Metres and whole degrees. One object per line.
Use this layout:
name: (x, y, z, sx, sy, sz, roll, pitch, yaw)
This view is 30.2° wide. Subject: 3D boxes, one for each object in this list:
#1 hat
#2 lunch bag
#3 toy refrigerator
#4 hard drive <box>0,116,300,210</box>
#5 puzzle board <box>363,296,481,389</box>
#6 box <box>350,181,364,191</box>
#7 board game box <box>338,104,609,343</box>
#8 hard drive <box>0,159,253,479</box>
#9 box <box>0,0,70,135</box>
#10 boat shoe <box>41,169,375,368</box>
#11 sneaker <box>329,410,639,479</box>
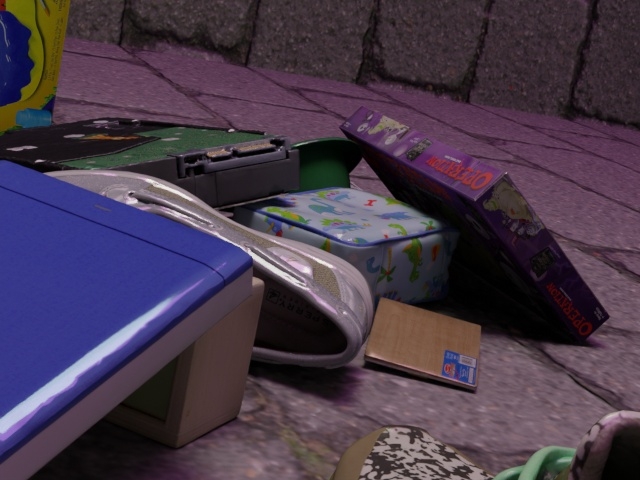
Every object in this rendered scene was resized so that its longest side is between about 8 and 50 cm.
hat: (0.000, 0.000, 1.332, 0.208, 0.184, 0.173, -29, -19, 30)
lunch bag: (0.022, 0.006, 1.180, 0.176, 0.090, 0.219, 21, 17, 32)
toy refrigerator: (-0.184, 0.043, 0.822, 0.269, 0.102, 0.094, 18, 15, 23)
hard drive: (-0.215, -0.072, 1.178, 0.237, 0.064, 0.339, -15, 16, -41)
puzzle board: (0.090, 0.090, 1.032, 0.096, 0.011, 0.128, 16, 21, 3)
box: (-0.040, -0.057, 1.505, 0.207, 0.036, 0.114, 7, 14, -21)
board game box: (0.154, -0.028, 1.280, 0.208, 0.056, 0.347, 54, -6, -25)
hard drive: (-0.212, 0.057, 0.641, 0.210, 0.040, 0.318, 19, 35, 25)
box: (-0.478, -0.286, 1.526, 0.279, 0.290, 0.177, 6, 15, -21)
boat shoe: (-0.114, 0.026, 0.935, 0.320, 0.118, 0.103, 20, 10, 4)
sneaker: (0.109, 0.143, 0.482, 0.158, 0.182, 0.410, 7, 14, -18)
